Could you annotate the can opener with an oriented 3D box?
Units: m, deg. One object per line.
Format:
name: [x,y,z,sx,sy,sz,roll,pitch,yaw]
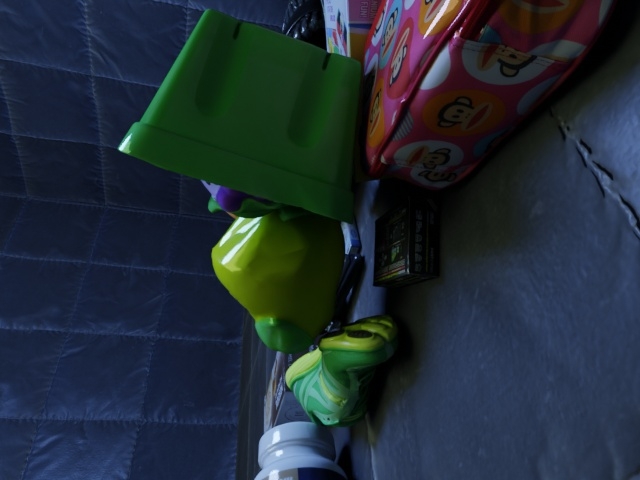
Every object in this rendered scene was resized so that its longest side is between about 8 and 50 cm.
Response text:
can opener: [0.023,0.095,0.873,0.073,0.059,0.186,49,136,30]

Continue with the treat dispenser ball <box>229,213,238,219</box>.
treat dispenser ball: [-0.088,-0.161,0.985,0.288,0.288,0.288,-174,90,-78]

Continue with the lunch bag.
lunch bag: [0.126,-0.213,0.465,0.293,0.120,0.258,121,157,-65]

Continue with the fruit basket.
fruit basket: [-0.080,-0.049,0.655,0.392,0.282,0.392,-162,90,-84]

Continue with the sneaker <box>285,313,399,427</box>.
sneaker: [0.042,0.192,0.713,0.124,0.109,0.295,62,150,18]

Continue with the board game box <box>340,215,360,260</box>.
board game box: [0.046,0.013,0.910,0.090,0.020,0.090,-99,20,-48]

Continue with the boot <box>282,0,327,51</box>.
boot: [0.002,-0.491,1.012,0.260,0.131,0.348,-85,14,-51]

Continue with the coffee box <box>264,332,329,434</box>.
coffee box: [-0.049,0.311,1.006,0.141,0.098,0.247,-97,18,-47]

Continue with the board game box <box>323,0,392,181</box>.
board game box: [0.054,-0.280,0.724,0.242,0.064,0.317,-102,5,-55]

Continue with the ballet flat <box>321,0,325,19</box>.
ballet flat: [0.034,-0.472,0.813,0.123,0.123,0.349,-102,-2,-56]

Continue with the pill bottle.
pill bottle: [-0.026,0.413,0.724,0.265,0.153,0.153,-100,21,-52]

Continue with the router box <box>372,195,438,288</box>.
router box: [0.102,0.007,0.617,0.122,0.038,0.092,139,137,-73]
